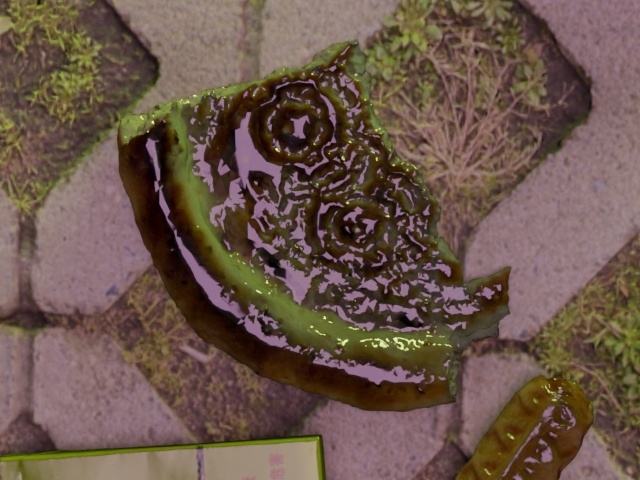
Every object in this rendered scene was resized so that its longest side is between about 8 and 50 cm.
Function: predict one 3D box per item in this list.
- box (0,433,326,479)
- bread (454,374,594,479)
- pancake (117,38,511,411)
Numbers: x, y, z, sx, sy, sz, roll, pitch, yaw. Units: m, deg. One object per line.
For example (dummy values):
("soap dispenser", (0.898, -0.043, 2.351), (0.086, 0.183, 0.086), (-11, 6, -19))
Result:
("box", (-0.158, 0.300, 1.879), (0.335, 0.047, 0.187), (-4, 89, 4))
("bread", (0.153, 0.293, 1.861), (0.084, 0.077, 0.367), (32, 87, 44))
("pancake", (-0.005, 0.002, 1.868), (0.305, 0.067, 0.426), (-33, 90, 0))
